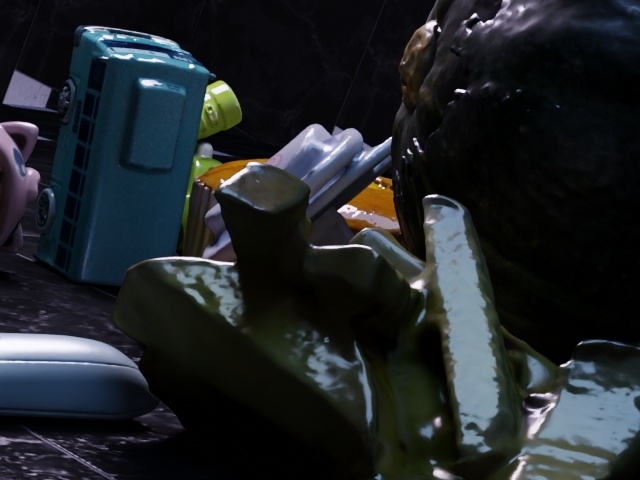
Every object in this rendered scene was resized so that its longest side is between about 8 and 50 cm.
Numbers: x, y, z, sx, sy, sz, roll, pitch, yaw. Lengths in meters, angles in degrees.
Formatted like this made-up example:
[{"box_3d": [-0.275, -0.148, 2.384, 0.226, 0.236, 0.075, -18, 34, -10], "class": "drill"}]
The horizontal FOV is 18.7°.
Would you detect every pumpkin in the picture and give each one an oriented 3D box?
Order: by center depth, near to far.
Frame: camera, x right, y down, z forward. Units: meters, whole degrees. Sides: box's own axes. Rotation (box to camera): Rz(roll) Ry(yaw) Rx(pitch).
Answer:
[{"box_3d": [0.233, -0.100, 1.626, 0.344, 0.454, 0.454, 26, 6, -2], "class": "pumpkin"}]

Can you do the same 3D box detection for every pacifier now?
[{"box_3d": [0.014, 0.016, 1.811, 0.226, 0.287, 0.238, 48, -1, 0], "class": "pacifier"}]

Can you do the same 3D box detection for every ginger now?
[{"box_3d": [0.088, 0.074, 1.349, 0.413, 0.211, 0.358, 8, 9, -26], "class": "ginger"}]

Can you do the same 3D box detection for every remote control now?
[{"box_3d": [-0.252, 0.089, 1.337, 0.293, 0.051, 0.103, 4, 10, -39], "class": "remote control"}]

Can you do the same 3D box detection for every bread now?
[{"box_3d": [0.000, 0.000, 2.046, 0.288, 0.156, 0.204, 15, 10, 23], "class": "bread"}]

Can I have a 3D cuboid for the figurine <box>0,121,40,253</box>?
[{"box_3d": [-0.418, -0.053, 1.879, 0.287, 0.176, 0.186, 15, 23, -14], "class": "figurine"}]

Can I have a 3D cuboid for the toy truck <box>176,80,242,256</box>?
[{"box_3d": [-0.171, -0.065, 2.199, 0.187, 0.210, 0.148, -12, 15, -21], "class": "toy truck"}]

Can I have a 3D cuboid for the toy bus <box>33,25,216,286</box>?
[{"box_3d": [-0.203, -0.084, 2.008, 0.128, 0.256, 0.147, 7, 11, -29], "class": "toy bus"}]
